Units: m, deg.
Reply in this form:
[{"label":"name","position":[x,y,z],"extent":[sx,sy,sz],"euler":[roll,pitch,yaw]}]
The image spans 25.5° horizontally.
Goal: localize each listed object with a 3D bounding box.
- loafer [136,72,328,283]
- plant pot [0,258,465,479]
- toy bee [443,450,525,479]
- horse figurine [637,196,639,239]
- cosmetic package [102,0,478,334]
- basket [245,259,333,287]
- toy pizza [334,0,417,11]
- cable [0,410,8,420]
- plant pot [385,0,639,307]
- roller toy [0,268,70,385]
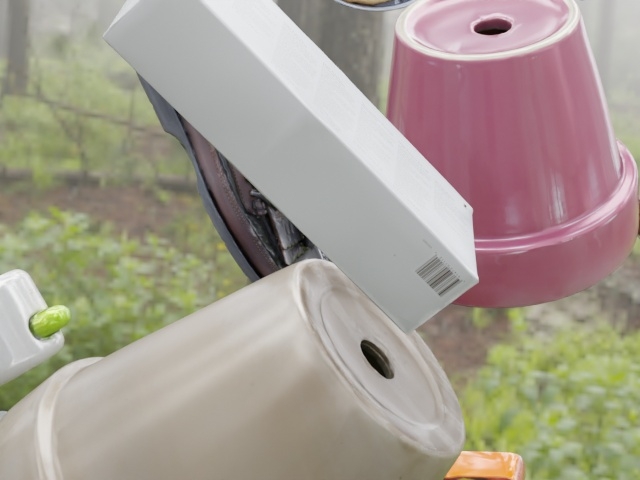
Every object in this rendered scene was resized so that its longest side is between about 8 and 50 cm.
[{"label":"loafer","position":[-0.058,-0.072,1.256],"extent":[0.095,0.302,0.109],"euler":[-24,14,25]},{"label":"plant pot","position":[-0.050,0.173,1.109],"extent":[0.280,0.323,0.323],"euler":[-41,-19,21]},{"label":"toy bee","position":[0.088,0.298,1.667],"extent":[0.298,0.162,0.195],"euler":[20,31,29]},{"label":"horse figurine","position":[0.528,-0.043,1.793],"extent":[0.174,0.066,0.263],"euler":[42,-44,-14]},{"label":"cosmetic package","position":[-0.011,-0.061,0.798],"extent":[0.239,0.060,0.099],"euler":[45,23,-16]},{"label":"basket","position":[0.000,0.000,1.793],"extent":[0.154,0.227,0.204],"euler":[-20,58,-40]},{"label":"toy pizza","position":[0.048,-0.320,1.368],"extent":[0.201,0.201,0.032],"euler":[5,-11,-19]},{"label":"cable","position":[-0.340,0.234,1.614],"extent":[0.287,0.139,0.072],"euler":[-10,33,23]},{"label":"plant pot","position":[0.126,-0.080,1.021],"extent":[0.201,0.180,0.201],"euler":[-7,32,4]},{"label":"roller toy","position":[-0.469,0.131,1.959],"extent":[0.209,0.146,0.191],"euler":[-30,4,-33]}]
